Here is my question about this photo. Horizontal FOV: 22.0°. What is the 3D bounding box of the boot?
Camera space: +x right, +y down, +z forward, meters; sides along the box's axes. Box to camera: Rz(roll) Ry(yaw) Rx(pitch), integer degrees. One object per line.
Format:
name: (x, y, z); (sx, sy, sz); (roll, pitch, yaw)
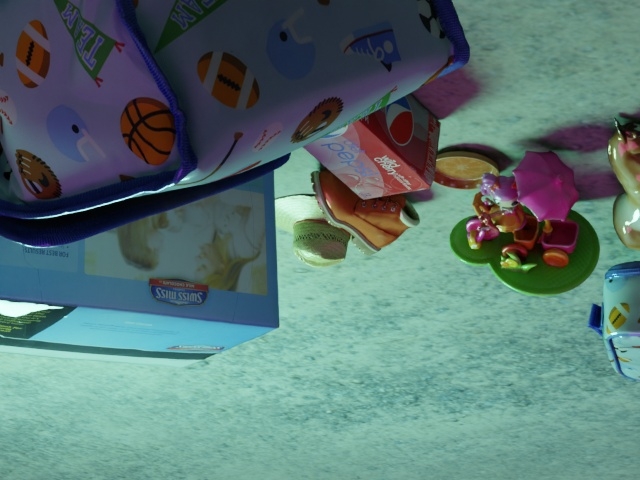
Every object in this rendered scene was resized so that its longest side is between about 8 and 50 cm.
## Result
boot: (0.051, -0.046, 1.911); (0.085, 0.059, 0.158); (-25, 142, 24)

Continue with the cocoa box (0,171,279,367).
cocoa box: (-0.246, -0.003, 1.777); (0.347, 0.231, 0.228); (8, 160, -33)

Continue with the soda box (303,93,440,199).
soda box: (0.022, -0.135, 1.664); (0.092, 0.083, 0.263); (-8, 152, 30)

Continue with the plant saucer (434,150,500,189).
plant saucer: (0.159, -0.080, 1.841); (0.083, 0.013, 0.083); (5, 156, 2)

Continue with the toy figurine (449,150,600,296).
toy figurine: (0.224, -0.038, 1.824); (0.173, 0.130, 0.159); (9, 146, 15)

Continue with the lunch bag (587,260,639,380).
lunch bag: (0.446, 0.099, 1.958); (0.243, 0.115, 0.303); (2, 164, 14)

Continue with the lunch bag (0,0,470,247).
lunch bag: (-0.131, -0.145, 1.348); (0.328, 0.239, 0.385); (-24, -171, -41)

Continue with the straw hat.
straw hat: (0.000, 0.000, 2.009); (0.144, 0.061, 0.144); (6, 156, 2)

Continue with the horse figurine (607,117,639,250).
horse figurine: (0.385, -0.044, 1.804); (0.174, 0.066, 0.263); (0, 154, -2)
